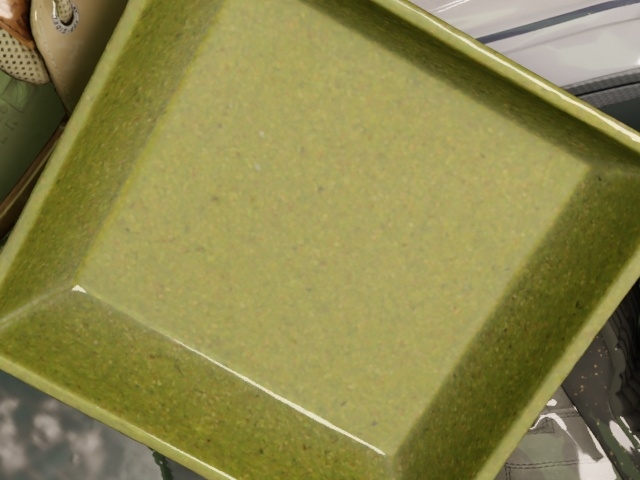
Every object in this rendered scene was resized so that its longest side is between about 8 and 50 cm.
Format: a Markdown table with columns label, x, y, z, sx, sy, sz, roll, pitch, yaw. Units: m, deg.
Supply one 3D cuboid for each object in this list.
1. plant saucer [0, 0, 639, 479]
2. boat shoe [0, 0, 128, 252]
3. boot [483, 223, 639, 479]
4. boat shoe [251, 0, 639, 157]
| label | x | y | z | sx | sy | sz | roll | pitch | yaw |
| --- | --- | --- | --- | --- | --- | --- | --- | --- | --- |
| plant saucer | 0.000 | 0.000 | 0.544 | 0.188 | 0.045 | 0.188 | 29 | 113 | -6 |
| boat shoe | -0.102 | -0.092 | 0.583 | 0.123 | 0.120 | 0.324 | 28 | 107 | 2 |
| boot | 0.066 | 0.095 | 0.633 | 0.161 | 0.083 | 0.246 | -19 | 98 | 25 |
| boat shoe | 0.031 | -0.072 | 0.596 | 0.226 | 0.083 | 0.075 | -12 | 80 | 8 |
